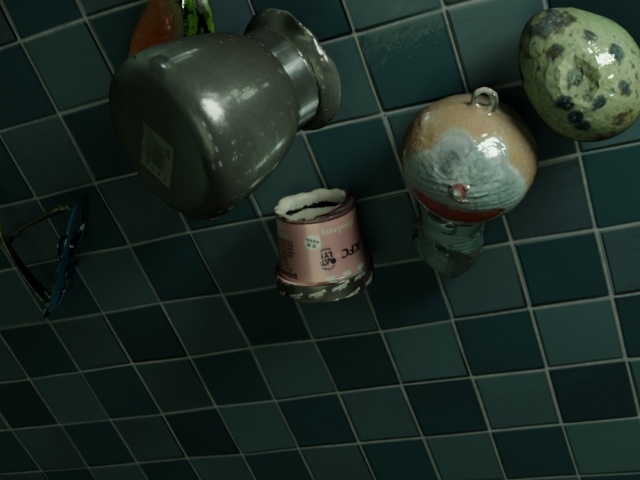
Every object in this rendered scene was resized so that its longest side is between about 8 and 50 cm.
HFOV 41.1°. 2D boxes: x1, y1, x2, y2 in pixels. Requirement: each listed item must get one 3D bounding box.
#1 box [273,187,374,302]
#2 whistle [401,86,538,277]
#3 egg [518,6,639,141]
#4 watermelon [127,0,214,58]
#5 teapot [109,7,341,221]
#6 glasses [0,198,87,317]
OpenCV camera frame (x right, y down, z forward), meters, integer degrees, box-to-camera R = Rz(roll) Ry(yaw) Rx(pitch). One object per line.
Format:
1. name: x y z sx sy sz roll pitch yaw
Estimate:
1. box: 0.000 0.000 1.277 0.151 0.151 0.135 -1 113 16
2. whistle: 0.190 -0.059 1.175 0.189 0.189 0.348 13 136 7
3. egg: 0.319 -0.206 1.047 0.141 0.141 0.182 -37 98 32
4. watermelon: -0.217 -0.270 1.210 0.119 0.063 0.245 38 132 12
5. teapot: -0.094 -0.152 1.133 0.223 0.285 0.305 21 137 41
6. glasses: -0.477 -0.006 1.457 0.207 0.102 0.239 43 130 20
